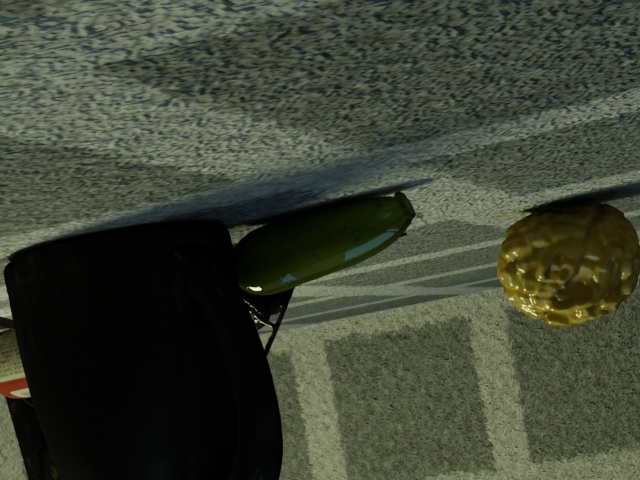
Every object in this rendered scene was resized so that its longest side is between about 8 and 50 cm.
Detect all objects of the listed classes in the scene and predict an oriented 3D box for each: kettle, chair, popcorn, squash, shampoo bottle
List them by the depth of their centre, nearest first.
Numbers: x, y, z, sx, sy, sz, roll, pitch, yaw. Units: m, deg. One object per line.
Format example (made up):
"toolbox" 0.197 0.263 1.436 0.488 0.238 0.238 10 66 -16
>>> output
"kettle" -0.141 0.136 1.223 0.207 0.290 0.268 -3 170 -44
"squash" 0.000 0.000 1.276 0.201 0.066 0.066 -22 169 30
"chair" -0.110 0.065 1.511 0.221 0.145 0.140 -56 -166 -25
"popcorn" 0.301 0.022 1.654 0.180 0.180 0.170 -14 145 33
"shampoo bottle" -0.354 0.154 1.919 0.278 0.104 0.104 -15 172 44

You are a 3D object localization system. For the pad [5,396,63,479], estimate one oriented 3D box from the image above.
"pad" -0.454 0.272 2.205 0.006 0.246 0.170 -21 171 15

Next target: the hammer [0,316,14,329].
"hammer" -0.277 0.100 1.416 0.292 0.058 0.029 12 172 23

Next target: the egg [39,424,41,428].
"egg" -0.338 0.235 2.186 0.245 0.203 0.203 -43 173 0

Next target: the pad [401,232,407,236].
"pad" -0.025 0.016 1.643 0.159 0.009 0.265 -5 173 -26
